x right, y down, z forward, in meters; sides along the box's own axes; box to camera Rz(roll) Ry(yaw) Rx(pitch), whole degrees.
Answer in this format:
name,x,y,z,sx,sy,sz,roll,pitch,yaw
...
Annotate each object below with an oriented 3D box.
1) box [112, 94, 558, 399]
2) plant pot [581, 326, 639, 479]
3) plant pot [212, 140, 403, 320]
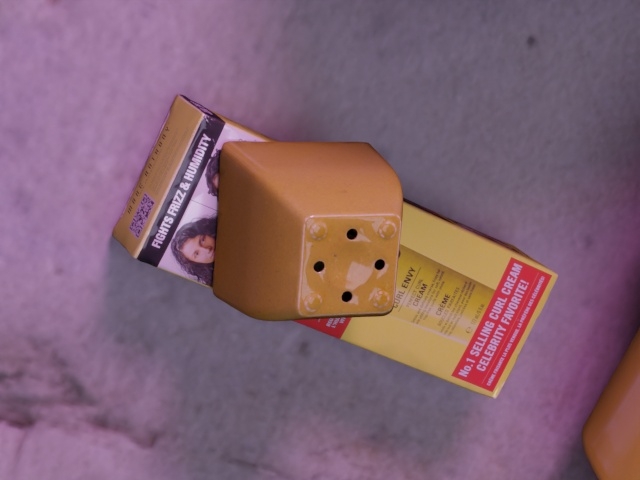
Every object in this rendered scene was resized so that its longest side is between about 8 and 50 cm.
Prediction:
name,x,y,z,sx,sy,sz,roll,pitch,yaw
box,0.011,0.007,0.739,0.232,0.058,0.087,24,96,-26
plant pot,0.287,0.077,0.778,0.254,0.254,0.239,28,110,-26
plant pot,0.000,0.000,0.653,0.081,0.083,0.081,-1,105,-21
